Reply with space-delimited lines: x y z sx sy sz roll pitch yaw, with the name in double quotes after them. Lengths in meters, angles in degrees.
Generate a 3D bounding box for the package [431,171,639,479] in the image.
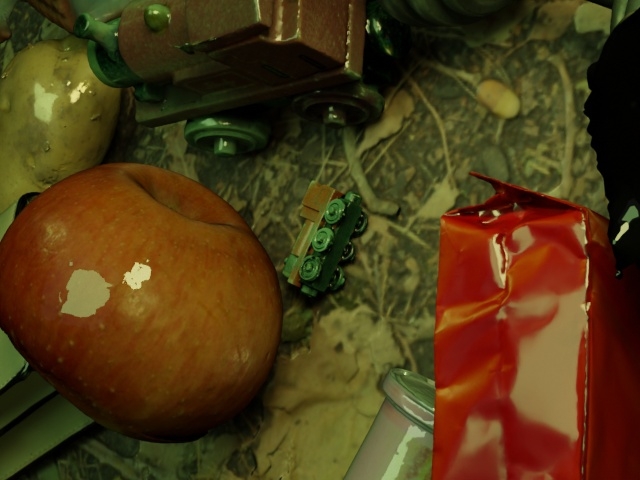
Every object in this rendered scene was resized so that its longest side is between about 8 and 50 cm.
0.158 0.169 0.785 0.123 0.196 0.423 -4 74 37 "package"

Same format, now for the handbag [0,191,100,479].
-0.381 0.133 1.271 0.359 0.160 0.236 -35 49 26 "handbag"

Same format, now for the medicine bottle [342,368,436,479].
0.004 0.311 0.931 0.108 0.108 0.426 34 100 41 "medicine bottle"

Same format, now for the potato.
-0.305 -0.130 1.313 0.234 0.128 0.161 -47 46 25 "potato"

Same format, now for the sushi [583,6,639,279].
0.322 -0.003 0.626 0.328 0.329 0.285 -16 62 27 "sushi"

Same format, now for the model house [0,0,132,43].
-0.259 -0.325 1.278 0.295 0.252 0.329 33 103 39 "model house"

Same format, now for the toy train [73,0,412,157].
-0.077 -0.177 1.076 0.304 0.222 0.150 -9 72 38 "toy train"

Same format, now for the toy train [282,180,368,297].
0.000 0.000 1.074 0.064 0.044 0.103 22 88 45 "toy train"

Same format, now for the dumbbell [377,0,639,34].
0.192 -0.204 0.892 0.406 0.179 0.179 33 98 40 "dumbbell"

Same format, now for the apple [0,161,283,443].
-0.159 0.046 1.053 0.206 0.252 0.272 -54 25 8 "apple"
